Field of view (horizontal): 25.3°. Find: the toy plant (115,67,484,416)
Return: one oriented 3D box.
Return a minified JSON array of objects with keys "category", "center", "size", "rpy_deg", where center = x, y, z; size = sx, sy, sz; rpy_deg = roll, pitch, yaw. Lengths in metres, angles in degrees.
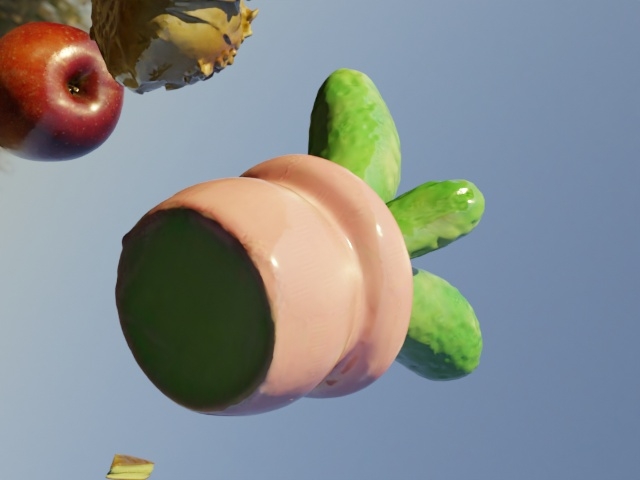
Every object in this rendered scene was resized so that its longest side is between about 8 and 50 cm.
[{"category":"toy plant","center":[-0.006,0.003,1.227],"size":[0.356,0.317,0.211],"rpy_deg":[-18,171,-45]}]

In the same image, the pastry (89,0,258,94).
[{"category":"pastry","center":[-0.157,-0.329,1.662],"size":[0.284,0.184,0.315],"rpy_deg":[-133,-131,-58]}]

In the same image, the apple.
[{"category":"apple","center":[-0.415,-0.225,2.177],"size":[0.201,0.218,0.218],"rpy_deg":[6,-117,55]}]

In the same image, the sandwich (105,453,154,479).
[{"category":"sandwich","center":[-0.281,0.323,2.035],"size":[0.044,0.083,0.031],"rpy_deg":[21,-84,43]}]
